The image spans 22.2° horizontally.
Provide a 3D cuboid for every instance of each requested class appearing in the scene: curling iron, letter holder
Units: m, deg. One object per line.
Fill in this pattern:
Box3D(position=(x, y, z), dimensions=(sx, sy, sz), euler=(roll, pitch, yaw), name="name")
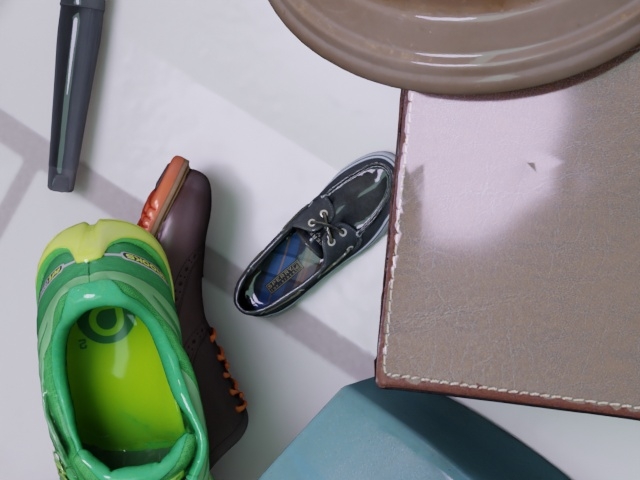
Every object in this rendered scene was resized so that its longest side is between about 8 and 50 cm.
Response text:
Box3D(position=(-0.165, -0.168, 1.068), dimensions=(0.068, 0.035, 0.274), euler=(2, 96, 19), name="curling iron")
Box3D(position=(0.200, -0.013, 0.928), dimensions=(0.301, 0.152, 0.214), euler=(6, 95, 14), name="letter holder")

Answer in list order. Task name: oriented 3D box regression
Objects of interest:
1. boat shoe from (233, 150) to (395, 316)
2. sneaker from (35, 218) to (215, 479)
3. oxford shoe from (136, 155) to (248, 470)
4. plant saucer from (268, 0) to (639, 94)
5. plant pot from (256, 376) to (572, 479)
Box3D(position=(0.000, 0.000, 1.037), dimensions=(0.049, 0.040, 0.142), euler=(47, 105, 6), name="boat shoe")
Box3D(position=(-0.112, 0.138, 0.958), dimensions=(0.109, 0.123, 0.296), euler=(-14, 108, 1), name="sneaker")
Box3D(position=(-0.090, 0.080, 1.054), dimensions=(0.098, 0.097, 0.271), euler=(10, 106, -1), name="oxford shoe")
Box3D(position=(0.092, -0.201, 0.910), dimensions=(0.277, 0.041, 0.278), euler=(-7, 57, 11), name="plant saucer")
Box3D(position=(0.078, 0.199, 0.982), dimensions=(0.234, 0.165, 0.165), euler=(45, 105, 14), name="plant pot")
